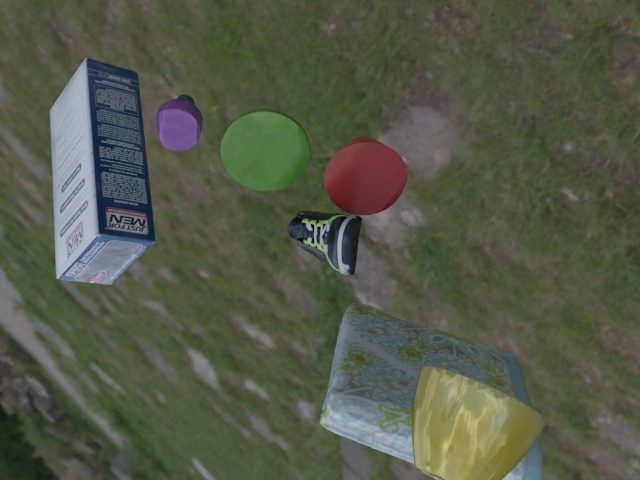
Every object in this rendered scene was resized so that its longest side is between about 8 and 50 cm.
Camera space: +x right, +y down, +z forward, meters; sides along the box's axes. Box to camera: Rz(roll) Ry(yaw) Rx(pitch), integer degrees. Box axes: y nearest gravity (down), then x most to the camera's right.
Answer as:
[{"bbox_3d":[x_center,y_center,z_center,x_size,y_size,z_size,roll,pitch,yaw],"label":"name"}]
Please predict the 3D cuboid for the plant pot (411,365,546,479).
[{"bbox_3d":[0.145,0.198,0.835,0.134,0.095,0.134,24,166,6],"label":"plant pot"}]

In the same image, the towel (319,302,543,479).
[{"bbox_3d":[0.170,0.238,1.307,0.320,0.374,0.090,17,109,0],"label":"towel"}]

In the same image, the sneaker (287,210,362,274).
[{"bbox_3d":[0.000,0.000,1.196,0.097,0.084,0.234,7,-179,-6],"label":"sneaker"}]

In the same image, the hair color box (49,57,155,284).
[{"bbox_3d":[-0.381,-0.117,1.433,0.105,0.347,0.174,10,148,-36],"label":"hair color box"}]

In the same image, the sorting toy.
[{"bbox_3d":[-0.054,-0.150,1.219,0.365,0.126,0.127,14,124,-9],"label":"sorting toy"}]
